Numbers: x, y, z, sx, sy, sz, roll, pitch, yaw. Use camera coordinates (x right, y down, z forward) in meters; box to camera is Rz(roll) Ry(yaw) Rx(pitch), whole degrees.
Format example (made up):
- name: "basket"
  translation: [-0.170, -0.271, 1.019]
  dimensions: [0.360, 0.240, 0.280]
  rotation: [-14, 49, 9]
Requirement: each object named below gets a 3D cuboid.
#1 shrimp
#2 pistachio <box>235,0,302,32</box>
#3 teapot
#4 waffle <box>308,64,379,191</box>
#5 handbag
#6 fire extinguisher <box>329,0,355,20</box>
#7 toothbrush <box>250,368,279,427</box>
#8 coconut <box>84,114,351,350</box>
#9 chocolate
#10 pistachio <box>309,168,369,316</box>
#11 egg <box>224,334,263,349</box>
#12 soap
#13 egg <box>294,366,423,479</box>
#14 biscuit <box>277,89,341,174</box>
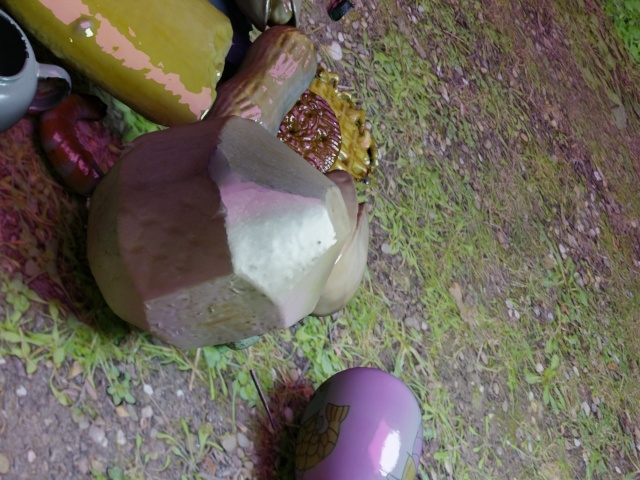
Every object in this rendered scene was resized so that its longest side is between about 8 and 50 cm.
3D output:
- name: "shrimp"
  translation: [-0.339, -0.141, 1.707]
  dimensions: [0.161, 0.049, 0.166]
  rotation: [55, 29, -8]
- name: "pistachio"
  translation: [-0.096, -0.462, 2.031]
  dimensions: [0.144, 0.144, 0.215]
  rotation: [5, 60, -50]
- name: "teapot"
  translation: [-0.457, -0.232, 1.539]
  dimensions: [0.294, 0.129, 0.193]
  rotation: [16, 57, -44]
- name: "waffle"
  translation: [0.008, -0.201, 2.150]
  dimensions: [0.262, 0.060, 0.280]
  rotation: [-8, 74, -53]
- name: "handbag"
  translation: [-0.185, -0.398, 2.038]
  dimensions: [0.179, 0.062, 0.229]
  rotation: [20, 54, -44]
- name: "fire extinguisher"
  translation: [0.042, -0.476, 2.400]
  dimensions: [0.038, 0.025, 0.083]
  rotation: [35, 39, 2]
- name: "toothbrush"
  translation: [-0.085, 0.241, 1.794]
  dimensions: [0.097, 0.008, 0.006]
  rotation: [66, 22, 6]
- name: "coconut"
  translation: [-0.128, -0.017, 1.622]
  dimensions: [0.352, 0.352, 0.352]
  rotation: [29, 47, -37]
- name: "chocolate"
  translation: [-0.102, -0.234, 1.940]
  dimensions: [0.134, 0.134, 0.309]
  rotation: [47, 55, -20]
- name: "pistachio"
  translation: [0.000, 0.000, 1.906]
  dimensions: [0.187, 0.187, 0.299]
  rotation: [47, 34, -20]
- name: "egg"
  translation: [-0.118, 0.114, 1.772]
  dimensions: [0.085, 0.085, 0.110]
  rotation: [42, 51, -26]
- name: "soap"
  translation: [-0.324, -0.362, 1.743]
  dimensions: [0.427, 0.115, 0.306]
  rotation: [40, 47, -24]
- name: "egg"
  translation: [0.058, 0.318, 1.762]
  dimensions: [0.196, 0.196, 0.271]
  rotation: [35, 38, -33]
- name: "biscuit"
  translation: [-0.049, -0.187, 2.030]
  dimensions: [0.188, 0.027, 0.188]
  rotation: [7, 69, -19]
